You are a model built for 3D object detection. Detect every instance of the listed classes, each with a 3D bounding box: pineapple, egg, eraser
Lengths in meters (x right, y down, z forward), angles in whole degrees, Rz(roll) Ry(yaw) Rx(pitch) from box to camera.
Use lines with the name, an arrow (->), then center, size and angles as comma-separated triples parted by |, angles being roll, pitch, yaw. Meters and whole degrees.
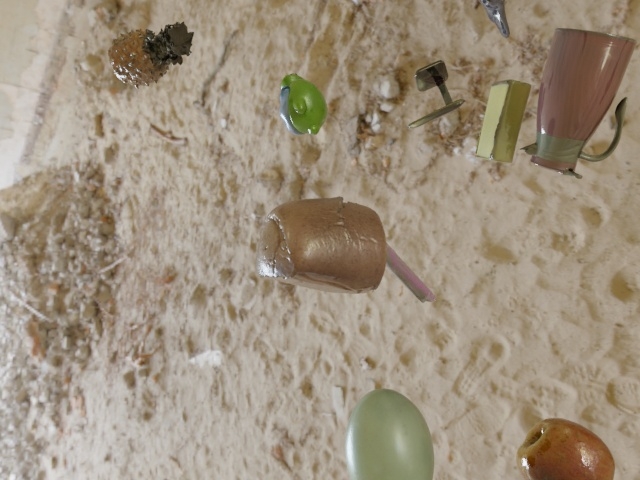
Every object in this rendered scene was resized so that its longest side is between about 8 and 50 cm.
pineapple -> -0.453, -0.528, 1.472 | 0.278, 0.157, 0.158 | -8, 77, 33
egg -> 0.157, 0.484, 1.213 | 0.203, 0.202, 0.283 | -25, 70, 51
eraser -> 0.400, -0.261, 1.171 | 0.117, 0.058, 0.172 | -99, 19, -78

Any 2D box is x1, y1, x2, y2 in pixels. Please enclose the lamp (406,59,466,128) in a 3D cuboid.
lamp -> 0.374, -0.482, 1.831 | 0.203, 0.124, 0.283 | -20, 48, 13

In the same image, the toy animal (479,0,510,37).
toy animal -> 0.188, -0.477, 0.718 | 0.081, 0.206, 0.367 | -19, 74, 9

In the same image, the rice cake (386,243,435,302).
rice cake -> 0.240, 0.095, 1.525 | 0.049, 0.270, 0.055 | -36, 25, 18

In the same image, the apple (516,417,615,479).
apple -> 0.545, 0.504, 1.192 | 0.173, 0.160, 0.195 | 39, 131, 7

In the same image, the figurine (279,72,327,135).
figurine -> -0.061, -0.427, 1.629 | 0.143, 0.162, 0.263 | -23, 42, 8

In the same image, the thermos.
thermos -> 0.509, -0.264, 1.042 | 0.176, 0.146, 0.265 | 14, 111, 13

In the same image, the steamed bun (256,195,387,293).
steamed bun -> 0.000, 0.000, 1.097 | 0.301, 0.251, 0.199 | 167, 114, -72
